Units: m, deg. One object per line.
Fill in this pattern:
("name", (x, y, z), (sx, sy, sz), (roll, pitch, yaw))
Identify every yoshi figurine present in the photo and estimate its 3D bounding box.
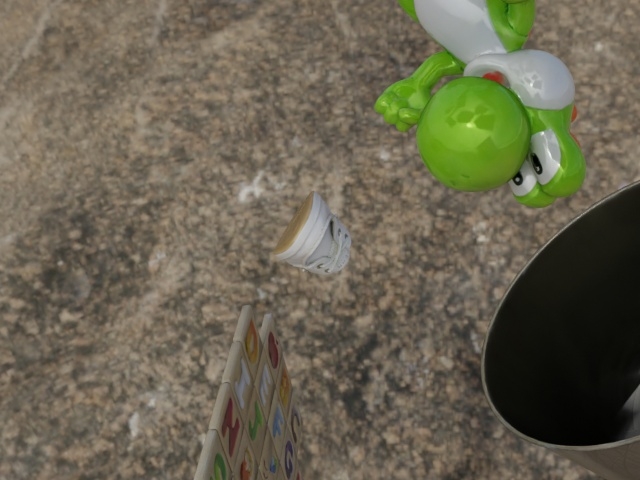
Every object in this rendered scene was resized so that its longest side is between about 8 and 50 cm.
("yoshi figurine", (0.139, -0.197, 0.820), (0.203, 0.203, 0.362), (-23, 81, 3))

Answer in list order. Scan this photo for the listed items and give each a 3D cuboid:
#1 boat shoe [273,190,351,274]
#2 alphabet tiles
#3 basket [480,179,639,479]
("boat shoe", (0.000, 0.000, 1.122), (0.096, 0.277, 0.098), (34, 91, -1))
("alphabet tiles", (-0.057, 0.243, 0.816), (0.011, 0.285, 0.342), (-7, 32, 11))
("basket", (0.243, 0.093, 0.533), (0.204, 0.227, 0.154), (-43, 37, 7))
